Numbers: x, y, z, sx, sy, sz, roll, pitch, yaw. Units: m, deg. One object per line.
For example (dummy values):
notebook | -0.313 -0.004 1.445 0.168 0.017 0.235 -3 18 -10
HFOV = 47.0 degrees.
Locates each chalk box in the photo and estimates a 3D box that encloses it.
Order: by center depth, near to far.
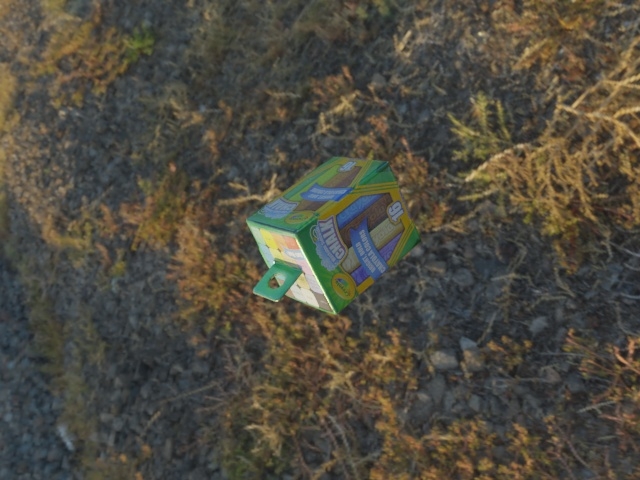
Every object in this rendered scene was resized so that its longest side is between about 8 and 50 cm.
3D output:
chalk box | 0.000 0.000 0.964 0.213 0.132 0.132 -38 28 -24
